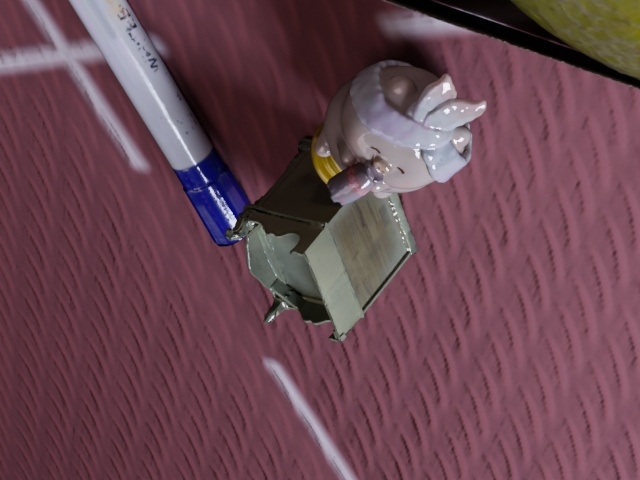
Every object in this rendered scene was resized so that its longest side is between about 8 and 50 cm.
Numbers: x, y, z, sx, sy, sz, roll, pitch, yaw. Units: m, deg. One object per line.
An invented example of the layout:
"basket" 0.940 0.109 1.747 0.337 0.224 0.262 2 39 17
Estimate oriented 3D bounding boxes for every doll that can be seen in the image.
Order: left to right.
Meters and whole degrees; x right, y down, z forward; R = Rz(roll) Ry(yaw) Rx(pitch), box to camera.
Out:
"doll" 0.035 -0.052 1.009 0.073 0.084 0.127 45 156 -9

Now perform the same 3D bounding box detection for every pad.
"pad" 0.090 -0.089 0.863 0.266 0.176 0.002 23 100 26

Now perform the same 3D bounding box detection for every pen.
"pen" -0.110 -0.107 1.146 0.033 0.033 0.269 2 131 46

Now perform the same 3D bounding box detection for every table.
"table" 0.000 0.000 1.110 0.062 0.083 0.079 12 140 37

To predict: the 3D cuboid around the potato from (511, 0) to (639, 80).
"potato" 0.145 -0.137 0.715 0.251 0.159 0.174 30 173 -21
